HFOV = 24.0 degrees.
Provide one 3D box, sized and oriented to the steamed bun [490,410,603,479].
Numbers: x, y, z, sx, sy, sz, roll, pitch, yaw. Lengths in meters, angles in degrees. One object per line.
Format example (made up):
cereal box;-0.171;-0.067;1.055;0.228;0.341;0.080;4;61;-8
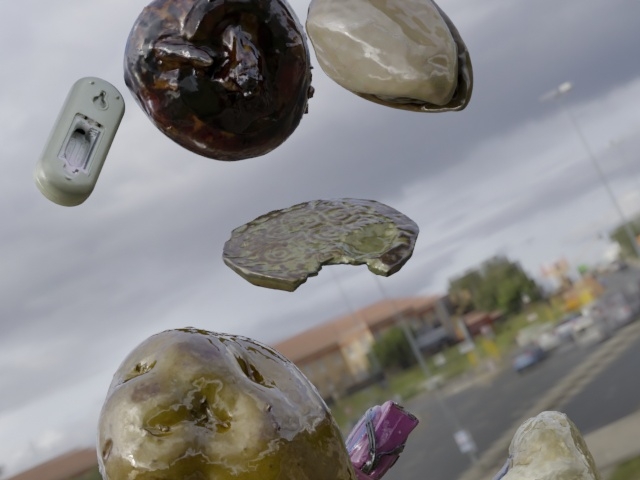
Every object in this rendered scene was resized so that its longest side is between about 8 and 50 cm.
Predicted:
steamed bun;0.173;0.249;1.260;0.155;0.172;0.141;-26;2;9

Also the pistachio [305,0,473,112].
pistachio;0.084;-0.234;1.827;0.153;0.238;0.138;-54;-24;20

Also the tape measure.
tape measure;0.079;0.290;2.133;0.118;0.074;0.125;-55;3;-14

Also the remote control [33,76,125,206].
remote control;-0.304;-0.131;1.918;0.042;0.078;0.221;-47;21;43

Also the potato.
potato;-0.031;0.208;1.051;0.195;0.369;0.176;7;48;35

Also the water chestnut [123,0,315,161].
water chestnut;-0.139;-0.260;2.238;0.300;0.300;0.300;-25;-8;-4

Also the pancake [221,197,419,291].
pancake;0.000;0.000;1.763;0.235;0.029;0.212;-7;27;-5
